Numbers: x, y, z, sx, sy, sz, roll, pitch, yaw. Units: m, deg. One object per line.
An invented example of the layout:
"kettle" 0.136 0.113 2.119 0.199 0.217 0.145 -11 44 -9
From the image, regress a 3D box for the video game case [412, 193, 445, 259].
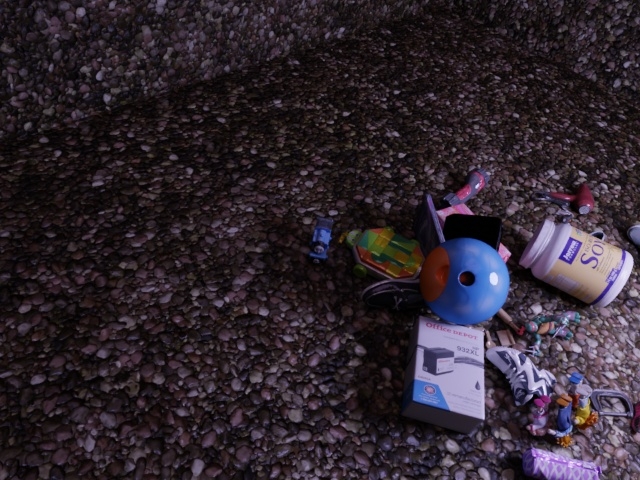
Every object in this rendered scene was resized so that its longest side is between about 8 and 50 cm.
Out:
"video game case" 0.420 -0.018 1.868 0.026 0.196 0.274 1 49 -7

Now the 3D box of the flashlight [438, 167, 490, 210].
"flashlight" 0.639 -0.224 2.146 0.304 0.103 0.103 -34 63 -32

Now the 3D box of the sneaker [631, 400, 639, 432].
"sneaker" 1.053 0.580 1.557 0.057 0.047 0.119 36 54 7

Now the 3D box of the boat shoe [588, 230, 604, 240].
"boat shoe" 1.120 0.019 2.026 0.227 0.081 0.079 -27 58 -28

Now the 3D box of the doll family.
"doll family" 0.763 0.541 1.472 0.263 0.163 0.118 -19 24 -24

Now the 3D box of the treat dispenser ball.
"treat dispenser ball" 0.473 0.134 1.588 0.288 0.288 0.288 5 49 -5

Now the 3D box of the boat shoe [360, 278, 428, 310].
"boat shoe" 0.295 0.201 1.714 0.302 0.114 0.091 -8 45 -15

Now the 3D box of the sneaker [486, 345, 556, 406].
"sneaker" 0.640 0.456 1.559 0.235 0.094 0.153 35 44 8

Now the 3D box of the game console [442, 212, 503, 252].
"game console" 0.534 0.079 1.762 0.213 0.044 0.361 8 80 35

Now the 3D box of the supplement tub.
"supplement tub" 0.971 0.081 1.842 0.331 0.241 0.241 29 51 15

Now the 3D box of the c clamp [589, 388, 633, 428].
"c clamp" 0.959 0.554 1.579 0.160 0.022 0.137 0 44 -7

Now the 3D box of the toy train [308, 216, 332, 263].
"toy train" 0.000 0.000 1.846 0.080 0.105 0.184 12 48 1

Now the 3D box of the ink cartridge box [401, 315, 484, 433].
"ink cartridge box" 0.393 0.419 1.528 0.223 0.129 0.307 14 48 3

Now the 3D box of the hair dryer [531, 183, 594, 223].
"hair dryer" 1.156 -0.203 2.226 0.293 0.080 0.224 -20 54 -24

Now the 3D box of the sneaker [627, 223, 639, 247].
"sneaker" 1.419 0.062 2.018 0.178 0.124 0.295 -27 59 -40

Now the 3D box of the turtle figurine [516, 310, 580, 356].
"turtle figurine" 0.793 0.307 1.672 0.234 0.175 0.118 -3 46 -28

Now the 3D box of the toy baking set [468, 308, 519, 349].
"toy baking set" 0.592 0.287 1.742 0.196 0.030 0.256 -20 55 -24

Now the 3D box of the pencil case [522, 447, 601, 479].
"pencil case" 0.699 0.664 1.394 0.206 0.088 0.086 11 46 2

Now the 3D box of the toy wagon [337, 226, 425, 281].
"toy wagon" 0.227 0.047 1.866 0.344 0.068 0.267 28 51 15

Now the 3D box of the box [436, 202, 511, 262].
"box" 0.581 0.011 1.905 0.154 0.142 0.300 -17 54 -23
